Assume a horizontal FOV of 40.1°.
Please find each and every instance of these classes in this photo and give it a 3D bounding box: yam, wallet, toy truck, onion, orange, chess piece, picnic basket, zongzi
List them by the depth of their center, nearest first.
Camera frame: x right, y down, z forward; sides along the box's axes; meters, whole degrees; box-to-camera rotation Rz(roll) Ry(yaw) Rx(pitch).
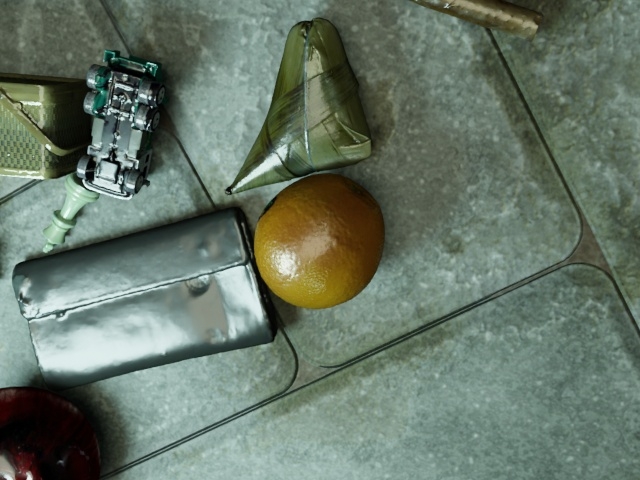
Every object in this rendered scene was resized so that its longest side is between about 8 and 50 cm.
[{"bbox_3d":[0.190,-0.347,1.263,0.264,0.046,0.046,19,104,3],"label":"yam"},{"bbox_3d":[0.000,0.000,1.290,0.206,0.206,0.206,2,102,8],"label":"orange"},{"bbox_3d":[-0.059,-0.197,1.299,0.242,0.112,0.221,-15,101,12],"label":"zongzi"},{"bbox_3d":[-0.292,-0.180,1.340,0.110,0.116,0.216,17,111,6],"label":"toy truck"},{"bbox_3d":[-0.487,-0.180,1.340,0.266,0.165,0.139,6,104,8],"label":"picnic basket"},{"bbox_3d":[-0.480,0.381,1.406,0.273,0.285,0.273,-6,104,-27],"label":"onion"},{"bbox_3d":[-0.411,-0.037,1.417,0.059,0.059,0.149,35,109,0],"label":"chess piece"},{"bbox_3d":[-0.287,0.100,1.420,0.406,0.062,0.228,-14,99,11],"label":"wallet"}]
